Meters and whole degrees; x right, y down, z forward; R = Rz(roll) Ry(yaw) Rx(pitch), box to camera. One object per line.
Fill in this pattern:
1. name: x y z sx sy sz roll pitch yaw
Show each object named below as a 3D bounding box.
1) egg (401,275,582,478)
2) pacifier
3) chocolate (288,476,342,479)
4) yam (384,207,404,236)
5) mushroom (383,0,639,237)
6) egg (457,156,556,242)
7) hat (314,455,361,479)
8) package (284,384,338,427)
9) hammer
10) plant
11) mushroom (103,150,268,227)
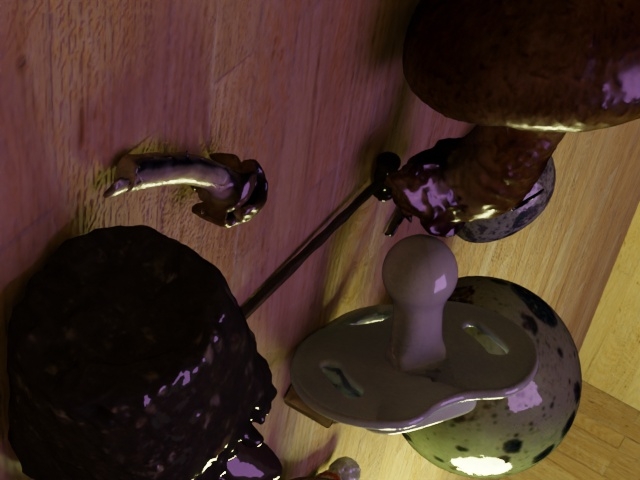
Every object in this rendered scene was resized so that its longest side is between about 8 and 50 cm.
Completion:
1. egg: 0.232 0.193 1.847 0.287 0.287 0.379 -56 160 -17
2. pacifier: 0.105 0.094 1.480 0.299 0.244 0.233 -13 126 -24
3. chocolate: -0.023 0.406 1.748 0.083 0.161 0.261 -99 -154 -52
4. yam: 0.109 -0.051 1.603 0.107 0.014 0.014 -62 162 -2
5. mushroom: 0.230 -0.160 1.316 0.331 0.334 0.356 0 100 -65
6. egg: 0.242 -0.071 1.743 0.172 0.132 0.132 -51 161 -3
7. hat: 0.009 0.375 1.866 0.162 0.093 0.112 -65 173 -52
8. package: 0.012 0.194 1.606 0.047 0.071 0.131 -67 159 7
9. hammer: 0.000 0.000 1.377 0.292 0.029 0.058 -44 153 -38
10. plant: -0.138 0.147 0.983 0.194 0.181 0.321 -50 154 -30
11. mushroom: -0.107 -0.046 0.998 0.187 0.061 0.060 8 96 -58
